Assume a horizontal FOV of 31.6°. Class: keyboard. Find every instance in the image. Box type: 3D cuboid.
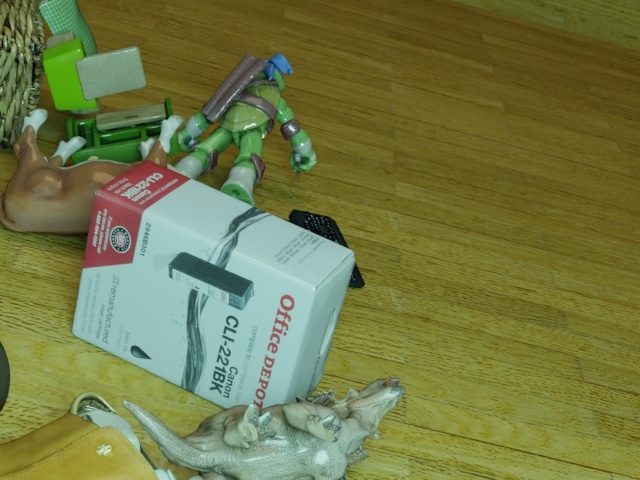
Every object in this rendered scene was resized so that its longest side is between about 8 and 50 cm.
[{"bbox_3d":[0.000,0.000,1.615,0.100,0.038,0.192,6,28,-19],"label":"keyboard"}]

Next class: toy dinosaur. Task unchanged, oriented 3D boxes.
[{"bbox_3d":[-0.051,0.196,1.081,0.295,0.127,0.200,6,5,-16],"label":"toy dinosaur"}]

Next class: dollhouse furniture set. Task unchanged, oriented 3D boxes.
[{"bbox_3d":[-0.309,-0.271,1.642,0.151,0.197,0.301,-12,39,-5],"label":"dollhouse furniture set"}]

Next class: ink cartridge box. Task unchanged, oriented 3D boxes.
[{"bbox_3d":[-0.122,0.060,1.257,0.273,0.197,0.114,23,29,14],"label":"ink cartridge box"}]

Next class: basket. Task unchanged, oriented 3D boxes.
[{"bbox_3d":[-0.536,-0.291,1.671,0.223,0.213,0.299,6,29,-22],"label":"basket"}]

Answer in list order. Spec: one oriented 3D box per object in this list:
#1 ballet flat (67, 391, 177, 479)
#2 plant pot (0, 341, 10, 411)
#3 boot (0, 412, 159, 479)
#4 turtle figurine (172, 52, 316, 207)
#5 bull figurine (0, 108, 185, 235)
[{"bbox_3d":[-0.176,0.226,1.050,0.080,0.073,0.232,-12,38,-43],"label":"ballet flat"},{"bbox_3d":[-0.394,0.131,0.996,0.215,0.215,0.230,29,15,23],"label":"plant pot"},{"bbox_3d":[-0.217,0.247,0.910,0.211,0.104,0.295,-24,37,-28],"label":"boot"},{"bbox_3d":[-0.120,-0.124,1.714,0.198,0.274,0.266,36,46,-10],"label":"turtle figurine"},{"bbox_3d":[-0.261,-0.068,1.480,0.310,0.101,0.188,5,59,-10],"label":"bull figurine"}]
